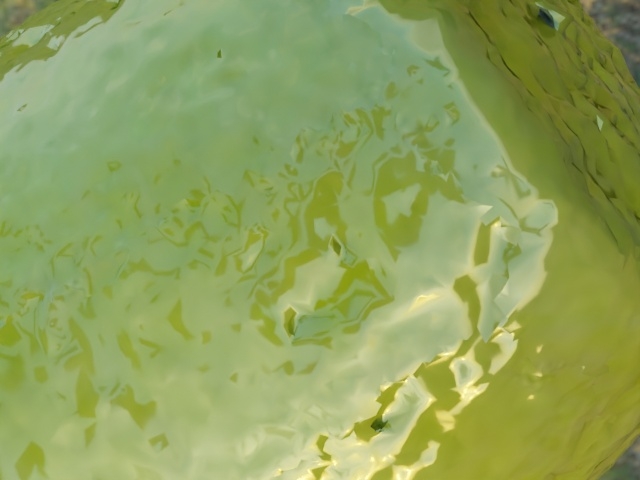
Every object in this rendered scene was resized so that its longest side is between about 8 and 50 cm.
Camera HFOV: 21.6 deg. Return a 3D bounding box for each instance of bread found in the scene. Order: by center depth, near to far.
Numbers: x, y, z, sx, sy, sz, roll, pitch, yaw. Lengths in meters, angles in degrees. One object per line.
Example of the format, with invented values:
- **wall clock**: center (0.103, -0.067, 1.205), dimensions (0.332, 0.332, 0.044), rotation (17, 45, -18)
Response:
- **bread**: center (0.000, 0.000, 0.761), dimensions (0.307, 0.348, 0.348), rotation (-38, 64, 16)
